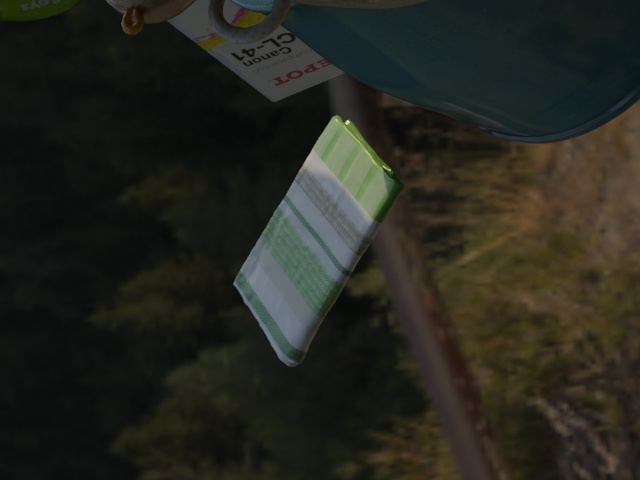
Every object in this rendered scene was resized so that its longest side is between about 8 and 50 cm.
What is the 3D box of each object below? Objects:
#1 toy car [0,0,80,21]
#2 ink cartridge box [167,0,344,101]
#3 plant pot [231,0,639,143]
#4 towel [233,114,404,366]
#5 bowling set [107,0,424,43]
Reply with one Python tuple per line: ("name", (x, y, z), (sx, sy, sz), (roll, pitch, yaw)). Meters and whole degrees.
("toy car", (-0.025, -0.164, 0.466), (0.149, 0.188, 0.155), (110, 155, -64))
("ink cartridge box", (-0.037, -0.265, 1.333), (0.226, 0.306, 0.131), (-20, 59, 25))
("plant pot", (0.068, -0.214, 0.994), (0.272, 0.255, 0.271), (-10, 76, 48))
("towel", (0.000, 0.000, 1.096), (0.152, 0.023, 0.113), (-58, 36, 16))
("bowling set", (0.009, -0.173, 0.618), (0.154, 0.200, 0.287), (1, 69, 22))
